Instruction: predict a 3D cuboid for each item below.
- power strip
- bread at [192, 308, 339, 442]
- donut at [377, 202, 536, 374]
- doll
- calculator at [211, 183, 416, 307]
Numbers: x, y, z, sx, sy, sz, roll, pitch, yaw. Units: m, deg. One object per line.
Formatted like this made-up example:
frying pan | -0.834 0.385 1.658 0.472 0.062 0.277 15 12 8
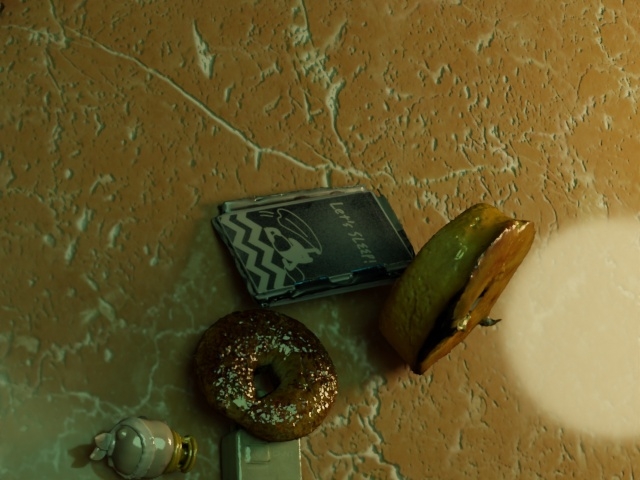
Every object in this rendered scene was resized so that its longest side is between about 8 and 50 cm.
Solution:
power strip | -0.070 0.322 1.527 0.093 0.053 0.288 6 70 -29
bread | -0.064 0.162 1.555 0.193 0.064 0.193 17 46 -19
donut | 0.184 0.062 1.659 0.118 0.253 0.253 43 54 16
doll | -0.213 0.236 1.471 0.127 0.073 0.084 14 33 -30
calculator | 0.000 0.000 1.679 0.274 0.028 0.166 -9 58 -33
